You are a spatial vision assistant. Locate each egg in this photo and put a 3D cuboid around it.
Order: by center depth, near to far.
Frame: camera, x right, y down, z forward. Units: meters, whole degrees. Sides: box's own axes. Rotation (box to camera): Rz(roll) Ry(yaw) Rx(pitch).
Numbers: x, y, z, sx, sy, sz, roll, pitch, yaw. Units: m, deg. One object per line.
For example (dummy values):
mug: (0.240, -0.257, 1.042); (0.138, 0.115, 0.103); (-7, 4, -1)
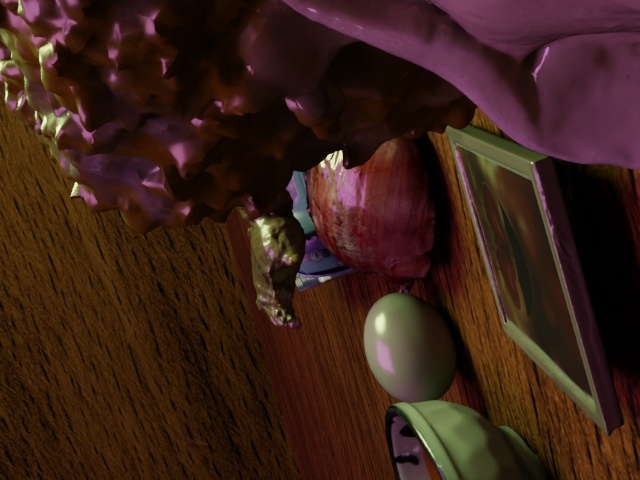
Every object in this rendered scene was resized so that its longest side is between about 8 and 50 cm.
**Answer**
egg: (0.104, 0.125, 1.317); (0.103, 0.103, 0.135); (142, 105, -79)

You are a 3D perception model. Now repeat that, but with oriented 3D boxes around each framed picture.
framed picture: (0.168, 0.015, 0.929); (0.289, 0.020, 0.211); (-120, 12, -78)

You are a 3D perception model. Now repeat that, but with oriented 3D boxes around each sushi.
sushi: (-0.030, -0.197, 0.656); (0.351, 0.396, 0.240); (54, 162, 27)

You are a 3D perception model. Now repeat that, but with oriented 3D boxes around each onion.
onion: (0.049, -0.037, 1.275); (0.227, 0.120, 0.283); (-116, 11, -53)

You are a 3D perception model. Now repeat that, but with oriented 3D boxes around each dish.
dish: (0.175, 0.289, 1.211); (0.303, 0.120, 0.303); (160, 90, -79)

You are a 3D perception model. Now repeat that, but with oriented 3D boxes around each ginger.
ginger: (-0.063, -0.024, 1.314); (0.122, 0.084, 0.290); (-119, 20, -48)

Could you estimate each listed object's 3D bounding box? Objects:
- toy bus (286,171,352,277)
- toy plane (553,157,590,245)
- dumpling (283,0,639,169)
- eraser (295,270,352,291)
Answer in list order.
toy bus: (-0.033, -0.088, 1.439); (0.133, 0.125, 0.292); (-29, -77, -58)
toy plane: (0.180, -0.033, 0.857); (0.078, 0.031, 0.083); (122, 128, -77)
dumpling: (0.113, -0.147, 0.438); (0.187, 0.318, 0.243); (-69, -34, -54)
eraser: (0.000, 0.000, 1.674); (0.279, 0.081, 0.124); (146, 104, -79)
